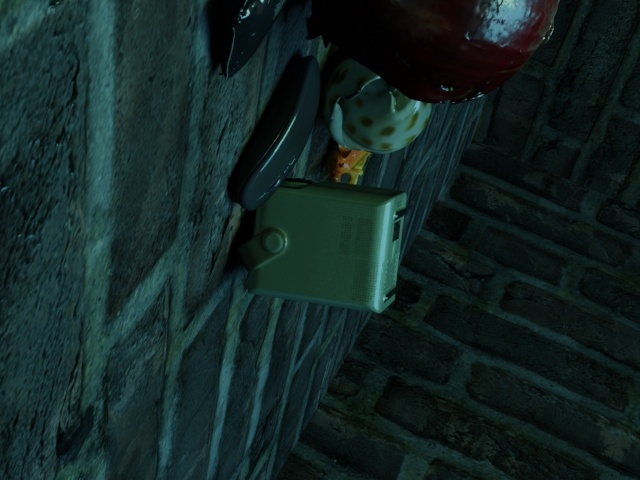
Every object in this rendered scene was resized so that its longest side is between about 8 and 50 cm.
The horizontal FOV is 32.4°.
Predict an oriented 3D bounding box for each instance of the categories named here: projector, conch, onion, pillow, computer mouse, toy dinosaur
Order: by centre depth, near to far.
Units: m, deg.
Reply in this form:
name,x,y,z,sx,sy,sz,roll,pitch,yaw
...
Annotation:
name,x,y,z,sx,sy,sz,roll,pitch,yaw
pillow,-0.051,-0.287,1.212,0.208,0.055,0.141,-61,175,-22
onion,0.154,-0.335,1.366,0.341,0.341,0.341,-61,168,-22
computer mouse,-0.049,-0.146,1.523,0.232,0.057,0.120,-64,169,-14
projector,0.000,0.000,1.647,0.163,0.243,0.177,-19,115,-73
conch,0.087,-0.223,1.763,0.275,0.183,0.148,99,-15,-59
toy dinosaur,0.065,-0.179,1.988,0.288,0.071,0.117,-57,167,-58
